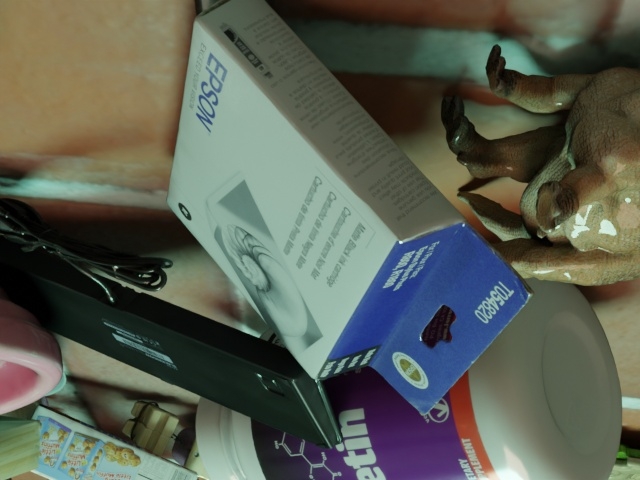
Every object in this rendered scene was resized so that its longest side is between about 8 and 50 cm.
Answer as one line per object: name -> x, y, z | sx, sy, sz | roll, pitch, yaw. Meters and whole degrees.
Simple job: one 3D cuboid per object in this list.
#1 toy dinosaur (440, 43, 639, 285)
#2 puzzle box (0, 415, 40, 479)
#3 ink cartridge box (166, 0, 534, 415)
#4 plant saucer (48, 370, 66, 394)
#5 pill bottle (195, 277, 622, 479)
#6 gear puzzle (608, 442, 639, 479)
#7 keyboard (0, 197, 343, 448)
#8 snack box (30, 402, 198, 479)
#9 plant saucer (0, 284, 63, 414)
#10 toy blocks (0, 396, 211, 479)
toy dinosaur -> 0.178, -0.028, 0.686 | 0.200, 0.127, 0.295 | 6, 160, -15
puzzle box -> -0.474, 0.201, 1.062 | 0.272, 0.052, 0.409 | 3, -177, 22
ink cartridge box -> 0.000, 0.000, 0.710 | 0.224, 0.045, 0.223 | 47, 155, 12
plant saucer -> -0.333, 0.100, 1.149 | 0.195, 0.037, 0.195 | 6, 154, 3
pill bottle -> 0.058, 0.134, 0.964 | 0.323, 0.181, 0.181 | -16, 146, 37
gear puzzle -> 0.323, 0.240, 1.287 | 0.339, 0.044, 0.175 | 8, 156, 2
keyboard -> -0.136, 0.048, 0.884 | 0.317, 0.033, 0.201 | 18, 153, 28
snack box -> -0.218, 0.230, 1.240 | 0.178, 0.064, 0.022 | 26, 176, -9
plant saucer -> -0.368, 0.086, 0.932 | 0.332, 0.084, 0.332 | -8, 163, -2
toy blocks -> -0.272, 0.301, 1.377 | 0.288, 0.309, 0.260 | 24, 177, -9
